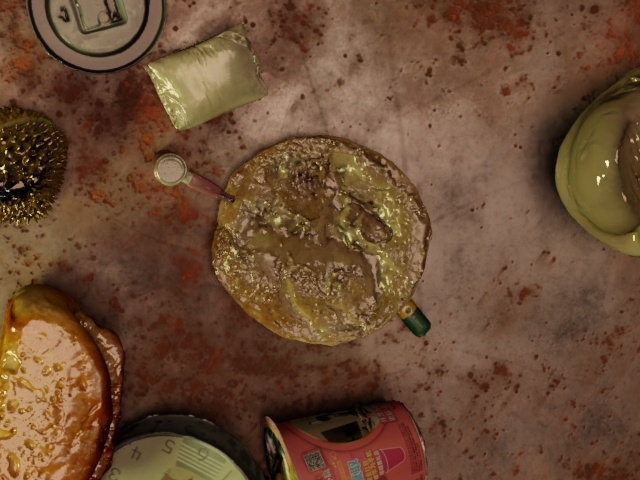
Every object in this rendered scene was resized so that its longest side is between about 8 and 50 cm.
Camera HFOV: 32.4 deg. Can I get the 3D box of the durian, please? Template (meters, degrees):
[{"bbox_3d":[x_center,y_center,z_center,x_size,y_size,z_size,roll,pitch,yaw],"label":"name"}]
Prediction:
[{"bbox_3d":[-0.515,-0.100,1.778,0.193,0.138,0.237,18,98,-15],"label":"durian"}]

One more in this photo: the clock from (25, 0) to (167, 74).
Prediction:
[{"bbox_3d":[-0.364,-0.385,1.801,0.225,0.049,0.226,-2,101,-11],"label":"clock"}]

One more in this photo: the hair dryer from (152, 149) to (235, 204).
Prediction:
[{"bbox_3d":[-0.213,-0.100,1.857,0.154,0.106,0.054,31,93,-15],"label":"hair dryer"}]

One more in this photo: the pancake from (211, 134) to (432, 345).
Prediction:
[{"bbox_3d":[0.001,0.000,1.929,0.386,0.082,0.387,0,94,-4],"label":"pancake"}]

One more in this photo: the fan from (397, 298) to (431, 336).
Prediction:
[{"bbox_3d":[0.145,0.114,2.013,0.082,0.039,0.155,-40,106,-3],"label":"fan"}]

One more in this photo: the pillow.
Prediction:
[{"bbox_3d":[-0.191,-0.271,1.845,0.181,0.078,0.134,-23,105,-6],"label":"pillow"}]

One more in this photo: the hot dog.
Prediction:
[{"bbox_3d":[-0.440,0.284,1.827,0.223,0.185,0.405,12,90,-21],"label":"hot dog"}]

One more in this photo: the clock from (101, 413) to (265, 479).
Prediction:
[{"bbox_3d":[-0.252,0.464,1.933,0.325,0.067,0.325,2,105,7],"label":"clock"}]

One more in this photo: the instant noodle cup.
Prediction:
[{"bbox_3d":[0.046,0.395,1.966,0.255,0.244,0.244,-14,104,-16],"label":"instant noodle cup"}]

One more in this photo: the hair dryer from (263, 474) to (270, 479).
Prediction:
[{"bbox_3d":[-0.200,0.525,2.013,0.128,0.070,0.256,23,100,-15],"label":"hair dryer"}]

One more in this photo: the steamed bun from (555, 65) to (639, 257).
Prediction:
[{"bbox_3d":[0.551,-0.142,1.966,0.310,0.219,0.324,48,63,-31],"label":"steamed bun"}]
